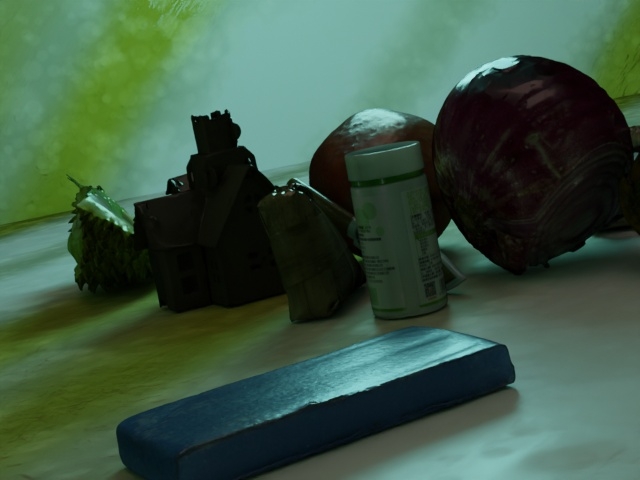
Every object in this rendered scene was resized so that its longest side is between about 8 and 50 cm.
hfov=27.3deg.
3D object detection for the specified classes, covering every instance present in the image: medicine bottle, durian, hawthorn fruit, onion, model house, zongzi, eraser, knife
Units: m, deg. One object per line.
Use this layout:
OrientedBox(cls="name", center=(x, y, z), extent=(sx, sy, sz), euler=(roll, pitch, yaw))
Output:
OrientedBox(cls="medicine bottle", center=(0.084, -0.012, 1.447), extent=(0.086, 0.183, 0.086), euler=(-10, 8, 1))
OrientedBox(cls="durian", center=(-0.307, -0.015, 1.989), extent=(0.157, 0.169, 0.355), euler=(-14, 11, -11))
OrientedBox(cls="hawthorn fruit", center=(0.088, -0.058, 1.748), extent=(0.210, 0.210, 0.262), euler=(-10, 26, 3))
OrientedBox(cls="onion", center=(0.248, -0.110, 1.567), extent=(0.256, 0.230, 0.272), euler=(12, 48, 36))
OrientedBox(cls="model house", center=(-0.146, -0.045, 1.739), extent=(0.204, 0.243, 0.211), euler=(-14, 10, -25))
OrientedBox(cls="zongzi", center=(0.000, 0.000, 1.559), extent=(0.078, 0.160, 0.176), euler=(-12, 9, 25))
OrientedBox(cls="eraser", center=(-0.005, 0.133, 1.091), extent=(0.312, 0.042, 0.144), euler=(-15, 10, -26))
OrientedBox(cls="knife", center=(0.059, -0.015, 1.610), extent=(0.027, 0.061, 0.343), euler=(6, 20, -41))

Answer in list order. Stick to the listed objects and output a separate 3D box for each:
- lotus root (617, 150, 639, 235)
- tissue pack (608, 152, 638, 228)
OrientedBox(cls="lotus root", center=(0.482, -0.090, 1.478), extent=(0.397, 0.179, 0.196), euler=(-19, 14, -39))
OrientedBox(cls="tissue pack", center=(0.449, -0.079, 1.739), extent=(0.222, 0.090, 0.186), euler=(-8, 8, 18))
